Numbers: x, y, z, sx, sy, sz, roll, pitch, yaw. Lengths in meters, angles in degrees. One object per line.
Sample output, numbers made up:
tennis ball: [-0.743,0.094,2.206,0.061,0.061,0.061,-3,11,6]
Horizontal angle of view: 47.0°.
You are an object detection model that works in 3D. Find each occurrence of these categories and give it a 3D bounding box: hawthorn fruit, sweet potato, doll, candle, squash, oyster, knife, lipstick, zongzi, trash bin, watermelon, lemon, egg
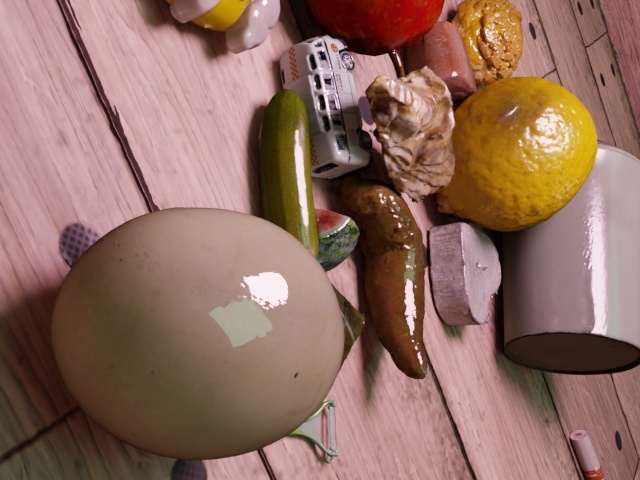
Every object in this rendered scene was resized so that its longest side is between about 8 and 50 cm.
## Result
hawthorn fruit: [0.085,-0.347,1.035,0.230,0.210,0.265,-100,166,-82]
sweet potato: [0.099,0.037,1.025,0.124,0.098,0.309,6,70,-67]
doll: [-0.122,-0.354,0.852,0.237,0.111,0.252,32,63,-43]
candle: [0.242,0.045,1.243,0.168,0.068,0.192,65,35,-20]
squash: [-0.040,-0.069,0.901,0.069,0.069,0.257,13,68,-51]
oyster: [0.130,-0.145,1.026,0.341,0.110,0.166,65,8,-60]
knife: [-0.031,0.217,0.846,0.166,0.023,0.078,21,55,-51]
lipstick: [0.571,0.468,1.566,0.038,0.038,0.130,-39,109,-52]
zongzi: [-0.001,0.113,0.912,0.104,0.052,0.113,44,58,-25]
trash bin: [0.481,0.016,1.408,0.280,0.281,0.431,34,55,-43]
watermelon: [0.003,0.004,0.954,0.092,0.072,0.084,-44,134,-9]
lemon: [0.324,-0.140,1.248,0.310,0.253,0.253,-41,117,-11]
egg: [-0.099,0.079,0.640,0.269,0.219,0.219,25,59,-52]

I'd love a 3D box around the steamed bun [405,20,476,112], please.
steamed bun: [0.211,-0.305,1.302,0.175,0.106,0.144,21,55,-64]

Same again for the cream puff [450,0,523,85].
cream puff: [0.348,-0.414,1.501,0.189,0.130,0.188,21,64,-52]

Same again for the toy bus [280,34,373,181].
toy bus: [0.002,-0.180,0.983,0.089,0.087,0.193,-4,80,-50]
